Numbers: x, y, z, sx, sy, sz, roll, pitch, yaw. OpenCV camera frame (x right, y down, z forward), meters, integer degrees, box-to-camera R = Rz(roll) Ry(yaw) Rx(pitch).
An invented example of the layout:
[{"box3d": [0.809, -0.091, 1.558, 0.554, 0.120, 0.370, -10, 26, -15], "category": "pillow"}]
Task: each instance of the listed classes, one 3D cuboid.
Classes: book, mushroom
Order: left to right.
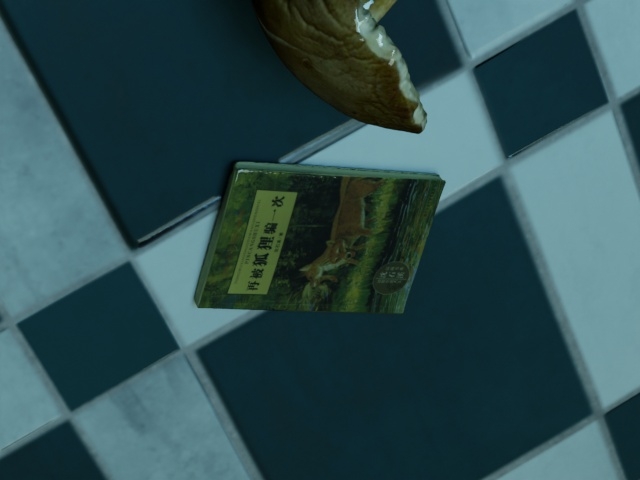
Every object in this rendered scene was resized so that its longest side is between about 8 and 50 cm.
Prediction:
[{"box3d": [0.000, 0.000, 1.916, 0.228, 0.024, 0.160, 3, 120, -27], "category": "book"}, {"box3d": [0.057, -0.250, 1.663, 0.208, 0.233, 0.302, 8, 117, -38], "category": "mushroom"}]
